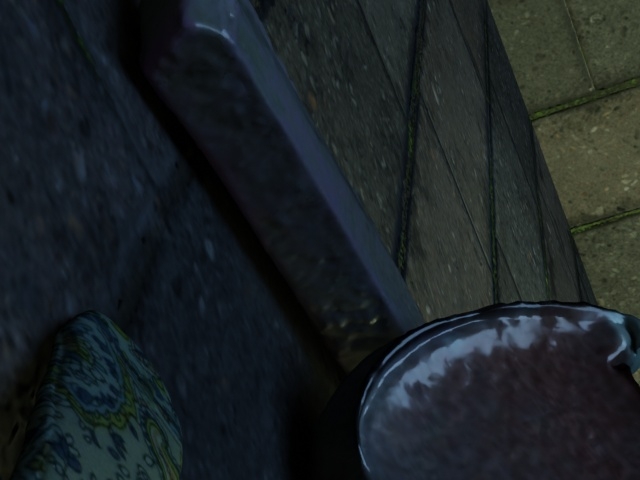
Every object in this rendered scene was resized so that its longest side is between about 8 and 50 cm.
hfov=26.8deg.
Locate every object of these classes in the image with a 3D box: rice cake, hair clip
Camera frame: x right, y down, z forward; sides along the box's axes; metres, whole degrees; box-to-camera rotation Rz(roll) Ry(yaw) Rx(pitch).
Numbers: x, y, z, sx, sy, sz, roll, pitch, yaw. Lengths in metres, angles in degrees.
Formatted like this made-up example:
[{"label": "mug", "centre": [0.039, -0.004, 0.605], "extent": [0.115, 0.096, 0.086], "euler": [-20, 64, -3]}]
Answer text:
[{"label": "rice cake", "centre": [0.000, 0.000, 0.727], "extent": [0.073, 0.056, 0.365], "euler": [-99, 164, -48]}, {"label": "hair clip", "centre": [-0.077, 0.083, 0.402], "extent": [0.066, 0.036, 0.229], "euler": [61, 18, -17]}]

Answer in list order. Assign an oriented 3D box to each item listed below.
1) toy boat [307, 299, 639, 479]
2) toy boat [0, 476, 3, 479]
[{"label": "toy boat", "centre": [0.096, 0.116, 0.714], "extent": [0.155, 0.227, 0.085], "euler": [66, -32, 25]}, {"label": "toy boat", "centre": [-0.106, 0.051, 0.288], "extent": [0.055, 0.060, 0.141], "euler": [-48, 132, -19]}]
